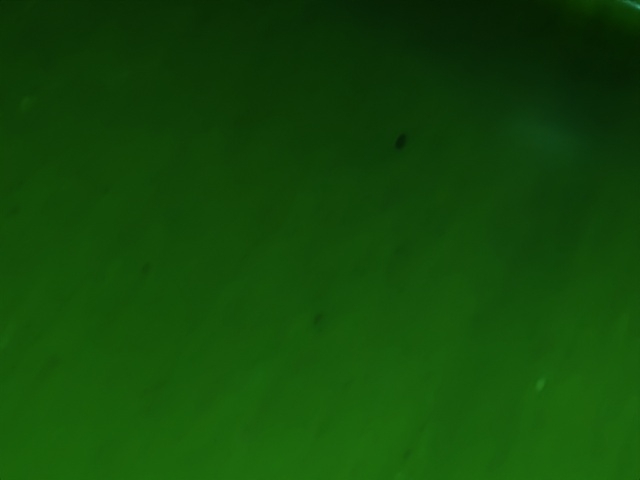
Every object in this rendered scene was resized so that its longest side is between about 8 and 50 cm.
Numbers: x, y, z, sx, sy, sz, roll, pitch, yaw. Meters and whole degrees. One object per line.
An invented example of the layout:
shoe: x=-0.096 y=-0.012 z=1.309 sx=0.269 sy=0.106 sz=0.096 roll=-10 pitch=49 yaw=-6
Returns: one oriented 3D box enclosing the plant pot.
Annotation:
plant pot: x=0.000 y=0.000 z=0.168 sx=0.366 sy=0.366 sz=0.353 roll=-14 pitch=35 yaw=47
